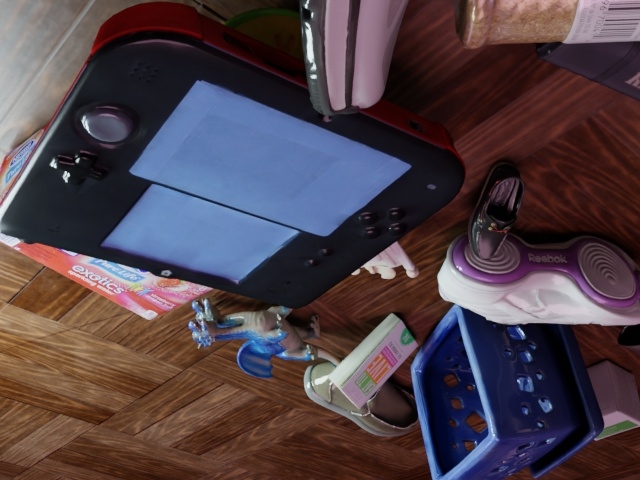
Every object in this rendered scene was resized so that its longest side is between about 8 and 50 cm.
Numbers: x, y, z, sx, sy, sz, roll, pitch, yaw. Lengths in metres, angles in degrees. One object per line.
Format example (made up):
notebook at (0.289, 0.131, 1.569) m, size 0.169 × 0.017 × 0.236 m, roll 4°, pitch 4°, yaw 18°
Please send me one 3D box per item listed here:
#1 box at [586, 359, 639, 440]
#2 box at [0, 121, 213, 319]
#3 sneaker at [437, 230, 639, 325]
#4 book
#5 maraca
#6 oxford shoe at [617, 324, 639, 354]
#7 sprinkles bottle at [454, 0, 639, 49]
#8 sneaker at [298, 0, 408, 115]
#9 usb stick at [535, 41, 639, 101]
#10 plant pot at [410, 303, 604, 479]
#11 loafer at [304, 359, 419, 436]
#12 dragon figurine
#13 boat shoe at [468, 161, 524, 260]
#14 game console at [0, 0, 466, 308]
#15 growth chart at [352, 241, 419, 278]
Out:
box at (0.498, 0.284, 1.344) m, size 0.087 × 0.102 × 0.101 m, roll 28°, pitch 136°, yaw -29°
box at (-0.254, -0.022, 0.925) m, size 0.128 × 0.122 × 0.257 m, roll -25°, pitch 136°, yaw 31°
sneaker at (0.312, 0.062, 1.063) m, size 0.305 × 0.114 × 0.152 m, roll 12°, pitch 150°, yaw -2°
book at (0.089, 0.196, 1.224) m, size 0.144 × 0.035 × 0.096 m, roll -46°, pitch 138°, yaw -9°
maraca at (-0.036, -0.165, 0.758) m, size 0.186 × 0.099 × 0.127 m, roll 8°, pitch 128°, yaw -41°
oxford shoe at (0.531, 0.105, 1.115) m, size 0.098 × 0.096 × 0.271 m, roll 9°, pitch 143°, yaw -2°
sprinkles bottle at (0.297, -0.231, 0.644) m, size 0.356 × 0.121 × 0.121 m, roll -2°, pitch 143°, yaw 3°
sneaker at (0.122, -0.277, 0.492) m, size 0.258 × 0.169 × 0.447 m, roll 3°, pitch 126°, yaw -7°
usb stick at (0.348, -0.173, 0.782) m, size 0.278 × 0.045 × 0.077 m, roll 16°, pitch 144°, yaw -21°
plant pot at (0.294, 0.249, 1.204) m, size 0.212 × 0.236 × 0.236 m, roll 2°, pitch 143°, yaw -14°
loafer at (0.090, 0.279, 1.347) m, size 0.251 × 0.094 × 0.087 m, roll 25°, pitch 141°, yaw -29°
dragon figurine at (-0.079, 0.162, 1.200) m, size 0.144 × 0.085 × 0.289 m, roll -23°, pitch 137°, yaw 28°
boat shoe at (0.216, -0.029, 0.939) m, size 0.049 × 0.042 × 0.133 m, roll 6°, pitch 120°, yaw -9°
game console at (-0.086, -0.048, 0.763) m, size 0.387 × 0.060 × 0.342 m, roll 18°, pitch 136°, yaw -31°
growth chart at (0.000, 0.000, 0.974) m, size 0.237 × 0.021 × 0.172 m, roll 7°, pitch 156°, yaw 22°
